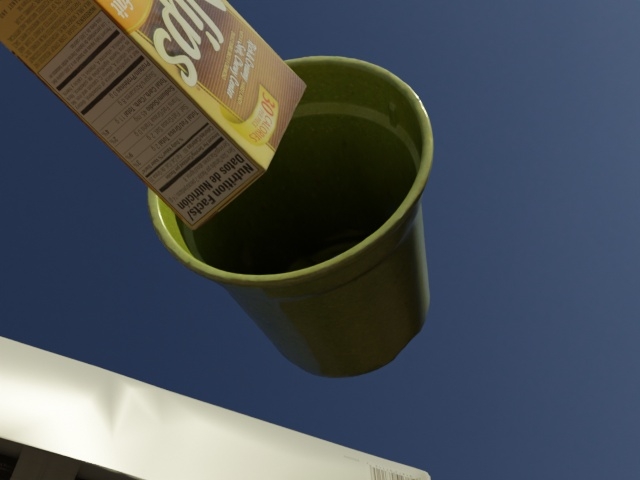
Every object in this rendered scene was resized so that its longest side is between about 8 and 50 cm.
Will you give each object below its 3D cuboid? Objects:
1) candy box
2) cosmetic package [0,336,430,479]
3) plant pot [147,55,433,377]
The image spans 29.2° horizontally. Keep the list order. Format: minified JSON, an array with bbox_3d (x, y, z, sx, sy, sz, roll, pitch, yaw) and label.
[{"bbox_3d":[-0.160,-0.177,0.951,0.087,0.183,0.316,-38,-75,26],"label":"candy box"},{"bbox_3d":[-0.081,0.109,0.476,0.239,0.060,0.099,19,-60,-14],"label":"cosmetic package"},{"bbox_3d":[0.000,0.000,1.239,0.276,0.276,0.254,-46,-36,-18],"label":"plant pot"}]
